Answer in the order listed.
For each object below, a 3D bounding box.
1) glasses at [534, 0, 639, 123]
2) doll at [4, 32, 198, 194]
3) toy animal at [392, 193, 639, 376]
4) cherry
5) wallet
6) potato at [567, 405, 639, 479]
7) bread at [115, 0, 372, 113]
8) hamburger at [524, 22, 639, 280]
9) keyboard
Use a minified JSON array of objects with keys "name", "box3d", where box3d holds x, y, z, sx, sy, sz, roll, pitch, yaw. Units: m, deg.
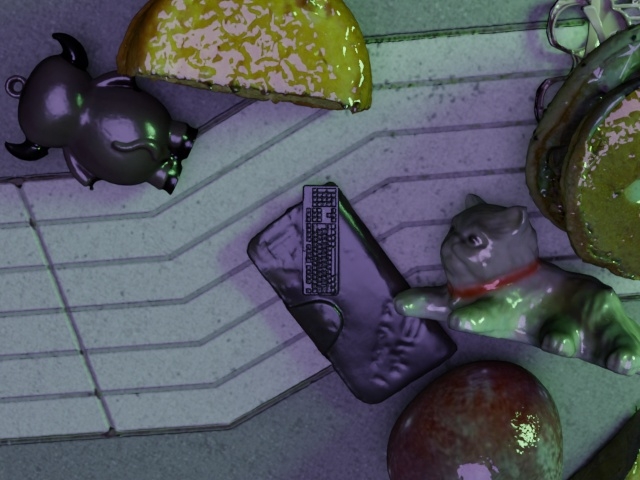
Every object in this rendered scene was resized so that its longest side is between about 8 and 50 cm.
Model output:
[{"name":"glasses","box3d":[0.382,-0.231,1.492,0.162,0.095,0.255,5,105,-12]},{"name":"doll","box3d":[-0.297,-0.160,1.517,0.257,0.117,0.182,23,97,-4]},{"name":"toy animal","box3d":[0.296,0.060,1.486,0.266,0.308,0.188,19,87,-29]},{"name":"cherry","box3d":[0.213,0.302,1.550,0.236,0.213,0.285,32,92,-13]},{"name":"wallet","box3d":[0.042,0.082,1.595,0.165,0.042,0.309,-36,99,7]},{"name":"potato","box3d":[0.416,0.362,1.594,0.098,0.138,0.243,40,103,-11]},{"name":"bread","box3d":[-0.084,-0.270,1.444,0.340,0.194,0.179,9,96,-5]},{"name":"hamburger","box3d":[0.409,-0.092,1.428,0.277,0.195,0.318,-34,123,11]},{"name":"keyboard","box3d":[0.000,0.000,1.557,0.053,0.010,0.155,0,99,5]}]
